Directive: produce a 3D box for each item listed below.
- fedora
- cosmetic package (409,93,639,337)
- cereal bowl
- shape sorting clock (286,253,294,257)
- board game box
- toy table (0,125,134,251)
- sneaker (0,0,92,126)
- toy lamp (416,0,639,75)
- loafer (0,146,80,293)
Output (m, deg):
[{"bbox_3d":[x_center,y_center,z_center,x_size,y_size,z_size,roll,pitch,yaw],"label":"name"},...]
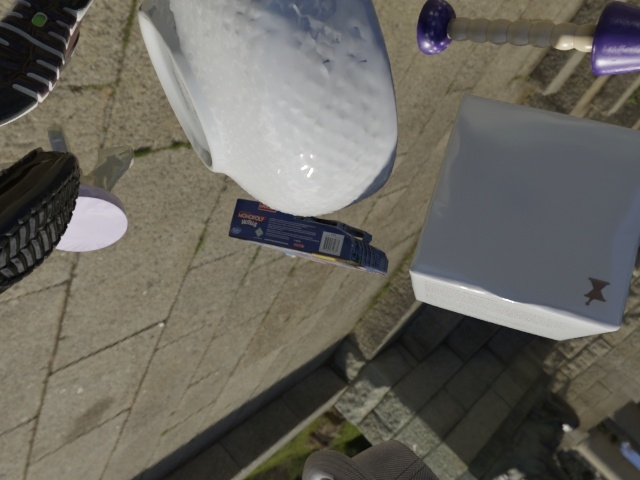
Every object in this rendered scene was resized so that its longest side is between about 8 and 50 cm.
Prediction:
[{"bbox_3d":[0.092,0.366,0.772,0.124,0.244,0.275,-29,136,-31],"label":"fedora"},{"bbox_3d":[0.371,-0.017,1.098,0.393,0.330,0.327,50,57,-75],"label":"cosmetic package"},{"bbox_3d":[-0.076,-0.168,0.558,0.141,0.339,0.339,-26,158,-14],"label":"cereal bowl"},{"bbox_3d":[-0.071,-0.068,1.127,0.040,0.206,0.206,-16,155,-12],"label":"shape sorting clock"},{"bbox_3d":[0.000,0.000,0.863,0.194,0.194,0.060,21,82,-64],"label":"board game box"},{"bbox_3d":[-0.495,-0.098,1.171,0.252,0.160,0.274,-8,162,-26],"label":"toy table"},{"bbox_3d":[-0.391,-0.231,0.780,0.162,0.106,0.281,-32,-148,58],"label":"sneaker"},{"bbox_3d":[0.248,-0.238,0.666,0.080,0.275,0.080,-31,132,-43],"label":"toy lamp"},{"bbox_3d":[-0.242,0.004,0.376,0.220,0.078,0.080,-61,-179,-42],"label":"loafer"}]
